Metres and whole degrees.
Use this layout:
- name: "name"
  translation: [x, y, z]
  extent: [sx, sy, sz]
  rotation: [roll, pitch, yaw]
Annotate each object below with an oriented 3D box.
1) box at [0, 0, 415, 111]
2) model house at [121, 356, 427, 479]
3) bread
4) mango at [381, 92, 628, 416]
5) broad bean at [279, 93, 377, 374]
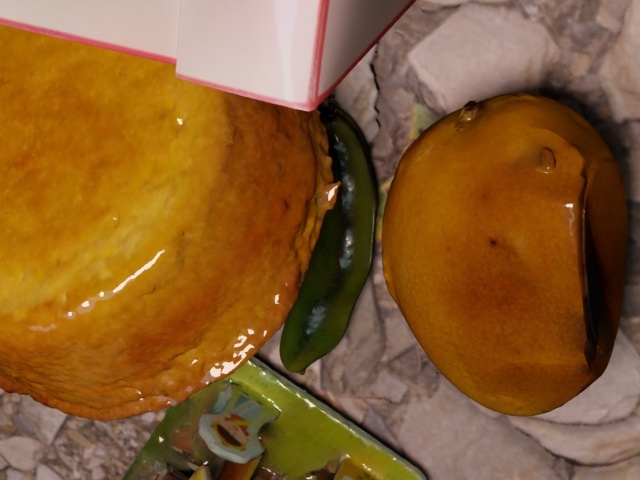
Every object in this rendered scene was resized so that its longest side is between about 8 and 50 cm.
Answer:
- name: "box"
  translation: [-0.075, -0.291, 0.951]
  extent: [0.300, 0.314, 0.312]
  rotation: [15, 118, 13]
- name: "model house"
  translation: [-0.056, 0.330, 1.227]
  extent: [0.340, 0.323, 0.300]
  rotation: [35, 120, 0]
- name: "bread"
  translation: [-0.149, -0.036, 1.112]
  extent: [0.312, 0.172, 0.312]
  rotation: [-9, 68, 24]
- name: "mango"
  translation: [0.124, 0.013, 1.136]
  extent: [0.166, 0.136, 0.236]
  rotation: [8, 122, 29]
- name: "broad bean"
  translation: [0.005, 0.000, 1.217]
  extent: [0.069, 0.039, 0.227]
  rotation: [6, 115, 8]
